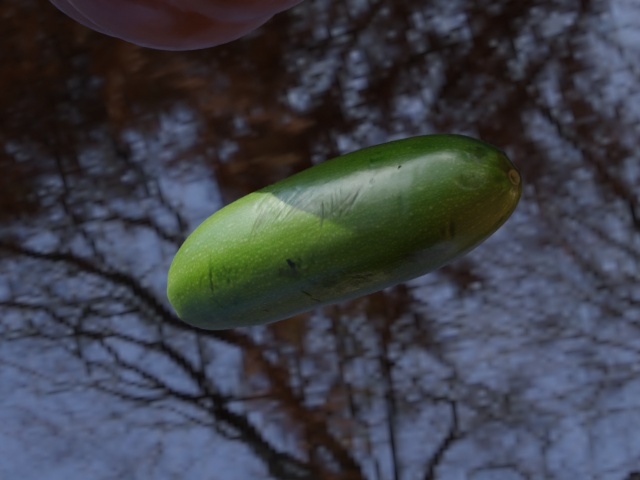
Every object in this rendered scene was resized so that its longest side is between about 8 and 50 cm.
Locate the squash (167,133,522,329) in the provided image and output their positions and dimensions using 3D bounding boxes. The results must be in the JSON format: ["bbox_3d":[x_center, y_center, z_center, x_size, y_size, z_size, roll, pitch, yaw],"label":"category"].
[{"bbox_3d":[-0.001,-0.001,1.139,0.082,0.292,0.082,15,-114,-39],"label":"squash"}]

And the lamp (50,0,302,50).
[{"bbox_3d":[-0.080,-0.267,1.168,0.240,0.305,0.305,32,-122,-30],"label":"lamp"}]
